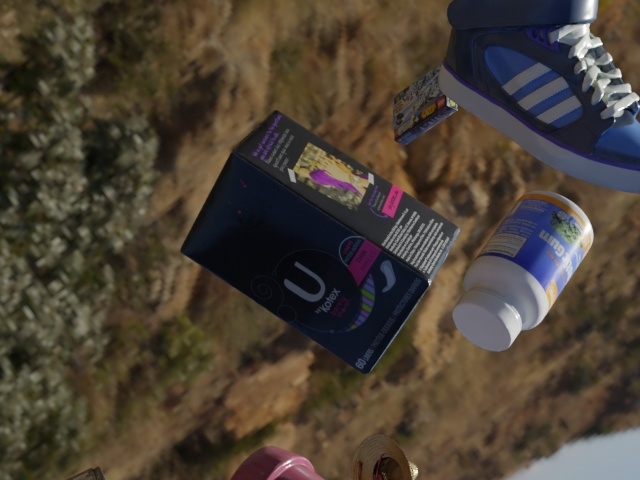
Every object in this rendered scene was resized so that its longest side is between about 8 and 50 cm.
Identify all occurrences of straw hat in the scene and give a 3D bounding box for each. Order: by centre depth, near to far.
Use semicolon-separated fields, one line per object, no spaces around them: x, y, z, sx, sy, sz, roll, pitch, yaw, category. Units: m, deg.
0.116;0.367;2.118;0.061;0.144;0.144;-2;147;-40;straw hat

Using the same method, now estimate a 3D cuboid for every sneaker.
0.296;-0.221;1.552;0.130;0.322;0.236;-22;138;-52;sneaker

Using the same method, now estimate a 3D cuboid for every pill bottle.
0.337;0.055;2.282;0.272;0.152;0.152;-51;177;-31;pill bottle

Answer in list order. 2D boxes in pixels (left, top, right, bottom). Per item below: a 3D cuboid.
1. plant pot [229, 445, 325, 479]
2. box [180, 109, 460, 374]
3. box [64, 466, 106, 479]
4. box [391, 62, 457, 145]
-0.027;0.411;1.886;0.201;0.180;0.201;-36;134;-47;plant pot
0.000;0.000;1.590;0.165;0.270;0.143;-60;176;33;box
-0.383;0.402;1.428;0.394;0.097;0.318;-24;-169;-9;box
0.179;-0.237;2.343;0.027;0.094;0.137;21;144;-33;box
